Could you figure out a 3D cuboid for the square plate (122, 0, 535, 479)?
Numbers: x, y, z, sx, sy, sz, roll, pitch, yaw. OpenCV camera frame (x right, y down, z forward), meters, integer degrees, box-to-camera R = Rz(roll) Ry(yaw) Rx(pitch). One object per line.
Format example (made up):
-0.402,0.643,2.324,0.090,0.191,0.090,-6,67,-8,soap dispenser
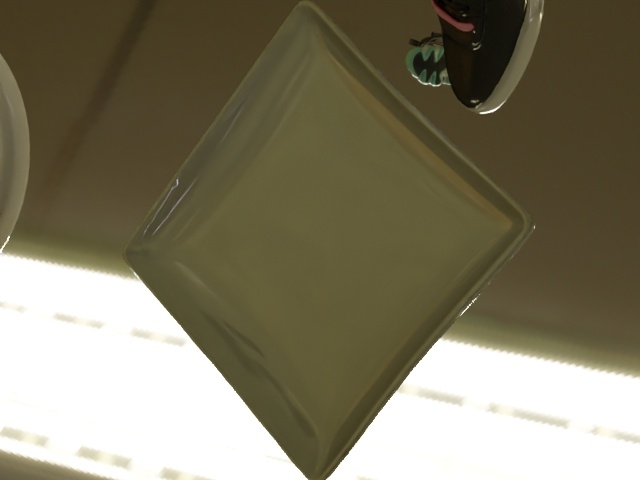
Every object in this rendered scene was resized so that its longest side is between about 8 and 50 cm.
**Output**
0.000,0.000,1.632,0.347,0.049,0.344,48,-68,26,square plate

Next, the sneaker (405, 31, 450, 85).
0.099,-0.170,1.522,0.069,0.098,0.038,42,-67,40,sneaker

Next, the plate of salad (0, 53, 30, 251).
-0.260,-0.054,1.124,0.048,0.200,0.200,7,-115,34,plate of salad

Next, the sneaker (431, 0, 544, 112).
0.082,-0.220,1.200,0.147,0.296,0.104,-15,-144,-27,sneaker
